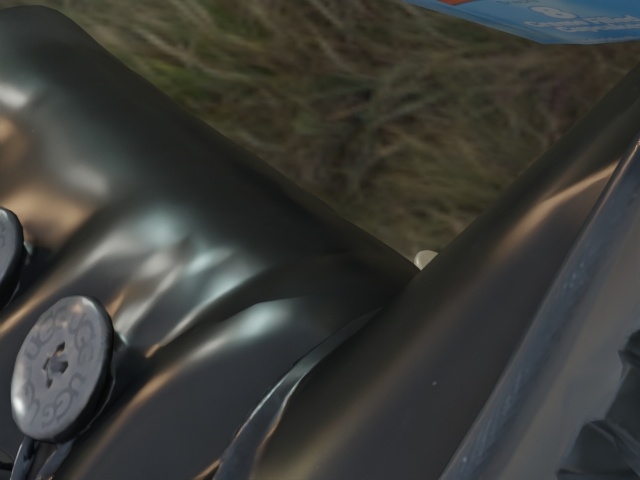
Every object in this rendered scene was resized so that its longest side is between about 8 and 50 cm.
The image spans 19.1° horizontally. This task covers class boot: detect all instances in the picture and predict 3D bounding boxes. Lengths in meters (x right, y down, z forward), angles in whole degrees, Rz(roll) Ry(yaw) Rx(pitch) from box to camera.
[{"bbox_3d":[-0.002,0.001,0.555,0.367,0.146,0.445,-50,28,-7],"label":"boot"}]

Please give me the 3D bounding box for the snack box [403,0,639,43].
[{"bbox_3d":[0.129,-0.126,0.240,0.322,0.060,0.187,4,84,55],"label":"snack box"}]

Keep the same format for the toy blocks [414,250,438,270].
[{"bbox_3d":[0.058,0.099,1.289,0.148,0.054,0.123,-48,57,25],"label":"toy blocks"}]
